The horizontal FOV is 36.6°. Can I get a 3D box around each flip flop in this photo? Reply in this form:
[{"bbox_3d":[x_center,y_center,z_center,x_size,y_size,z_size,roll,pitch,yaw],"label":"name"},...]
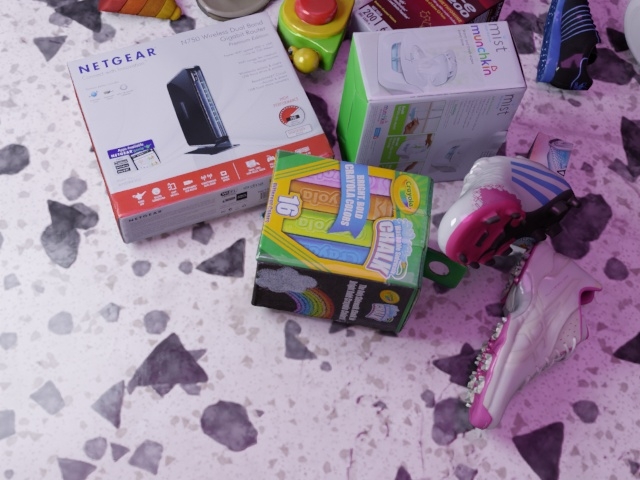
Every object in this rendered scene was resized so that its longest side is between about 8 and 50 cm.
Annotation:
[{"bbox_3d":[-0.088,-0.462,1.648,0.277,0.080,0.112,-25,69,-12],"label":"flip flop"}]

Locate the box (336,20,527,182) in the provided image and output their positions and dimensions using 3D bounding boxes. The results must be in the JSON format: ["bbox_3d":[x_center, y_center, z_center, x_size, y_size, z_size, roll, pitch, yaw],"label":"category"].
[{"bbox_3d":[0.156,-0.192,1.446,0.231,0.262,0.126,-7,66,-8],"label":"box"}]

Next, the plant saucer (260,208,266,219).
[{"bbox_3d":[0.000,0.000,1.476,0.192,0.018,0.067,38,68,11],"label":"plant saucer"}]

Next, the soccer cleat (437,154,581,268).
[{"bbox_3d":[0.235,-0.052,1.351,0.143,0.116,0.331,45,32,24],"label":"soccer cleat"}]

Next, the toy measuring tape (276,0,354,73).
[{"bbox_3d":[0.002,-0.402,1.622,0.121,0.121,0.330,17,55,3],"label":"toy measuring tape"}]

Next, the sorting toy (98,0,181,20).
[{"bbox_3d":[-0.260,-0.511,1.666,0.126,0.127,0.365,28,59,-24],"label":"sorting toy"}]

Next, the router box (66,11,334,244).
[{"bbox_3d":[-0.189,-0.181,1.498,0.335,0.082,0.301,-18,64,-13],"label":"router box"}]

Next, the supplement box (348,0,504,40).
[{"bbox_3d":[0.181,-0.379,1.640,0.239,0.073,0.130,-35,72,-20],"label":"supplement box"}]

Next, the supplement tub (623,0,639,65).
[{"bbox_3d":[0.667,-0.393,1.624,0.272,0.191,0.191,-33,72,-18],"label":"supplement tub"}]

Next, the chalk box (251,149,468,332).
[{"bbox_3d":[0.061,0.009,1.370,0.289,0.180,0.179,10,65,-2],"label":"chalk box"}]

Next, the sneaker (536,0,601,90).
[{"bbox_3d":[0.434,-0.357,1.653,0.090,0.081,0.232,15,71,-1],"label":"sneaker"}]

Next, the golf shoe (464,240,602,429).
[{"bbox_3d":[0.309,0.144,1.386,0.140,0.115,0.306,26,66,4],"label":"golf shoe"}]

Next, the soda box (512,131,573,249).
[{"bbox_3d":[0.340,-0.076,1.520,0.063,0.058,0.183,20,65,5],"label":"soda box"}]
